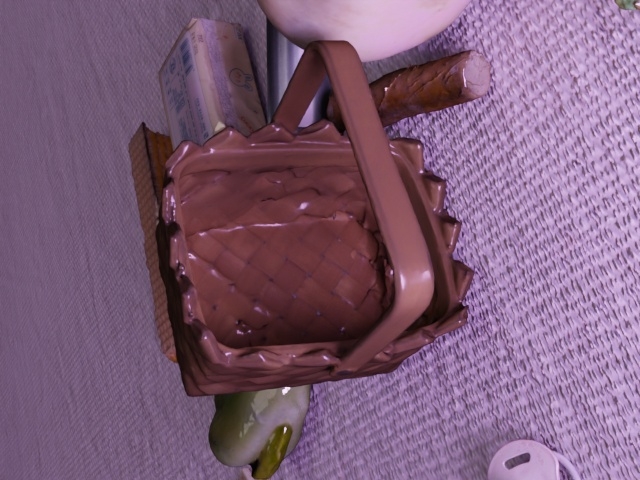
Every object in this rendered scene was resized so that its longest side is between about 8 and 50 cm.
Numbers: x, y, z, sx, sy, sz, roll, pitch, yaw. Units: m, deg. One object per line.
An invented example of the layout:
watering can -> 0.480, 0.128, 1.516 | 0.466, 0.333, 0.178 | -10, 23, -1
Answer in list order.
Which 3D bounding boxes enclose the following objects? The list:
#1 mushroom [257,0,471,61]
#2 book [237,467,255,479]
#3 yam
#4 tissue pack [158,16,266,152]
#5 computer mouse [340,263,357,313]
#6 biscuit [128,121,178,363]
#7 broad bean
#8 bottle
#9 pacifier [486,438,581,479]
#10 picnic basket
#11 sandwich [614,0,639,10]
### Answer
mushroom -> 0.046, -0.301, 0.837 | 0.260, 0.254, 0.234 | -26, 73, 9
book -> -0.105, 0.382, 1.278 | 0.077, 0.014, 0.111 | 51, 131, 43
yam -> 0.080, -0.148, 0.946 | 0.241, 0.057, 0.056 | -4, 87, 57
tissue pack -> -0.150, -0.183, 1.265 | 0.148, 0.092, 0.196 | -40, 57, 49
computer mouse -> -0.037, 0.084, 1.070 | 0.231, 0.071, 0.126 | 3, 73, 21
biscuit -> -0.239, 0.003, 1.440 | 0.094, 0.054, 0.378 | -38, 59, 52
broad bean -> -0.075, 0.185, 1.157 | 0.169, 0.100, 0.227 | -17, 75, 48
bottle -> -0.019, -0.186, 1.077 | 0.096, 0.080, 0.253 | -2, 88, 50
pacifier -> 0.178, 0.217, 0.786 | 0.081, 0.078, 0.099 | -33, 60, 29
picnic basket -> 0.000, 0.000, 0.857 | 0.321, 0.291, 0.254 | 123, 137, -58
sandwich -> 0.284, -0.205, 0.583 | 0.160, 0.109, 0.184 | 50, 131, 47
